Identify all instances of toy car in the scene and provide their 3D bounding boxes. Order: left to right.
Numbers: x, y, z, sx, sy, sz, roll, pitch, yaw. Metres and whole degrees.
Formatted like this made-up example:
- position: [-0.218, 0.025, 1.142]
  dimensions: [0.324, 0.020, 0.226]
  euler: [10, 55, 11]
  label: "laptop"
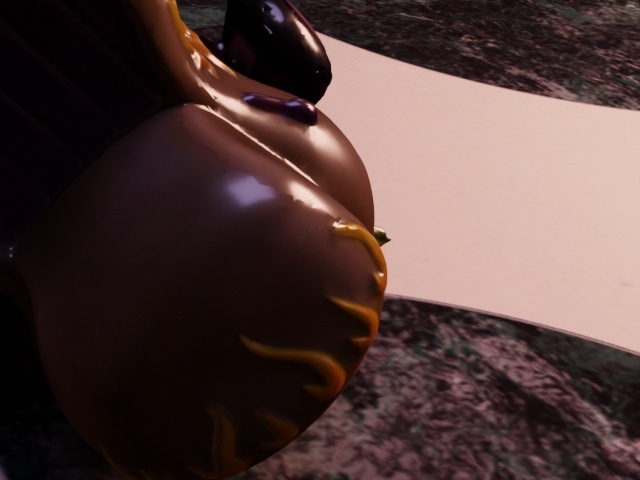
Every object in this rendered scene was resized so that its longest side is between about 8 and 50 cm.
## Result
- position: [-0.115, -0.034, 0.647]
  dimensions: [0.271, 0.340, 0.240]
  euler: [-42, 33, 4]
  label: "toy car"

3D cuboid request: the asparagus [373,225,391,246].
- position: [0.000, 0.000, 0.908]
  dimensions: [0.108, 0.025, 0.021]
  euler: [-4, 52, -26]
  label: "asparagus"
